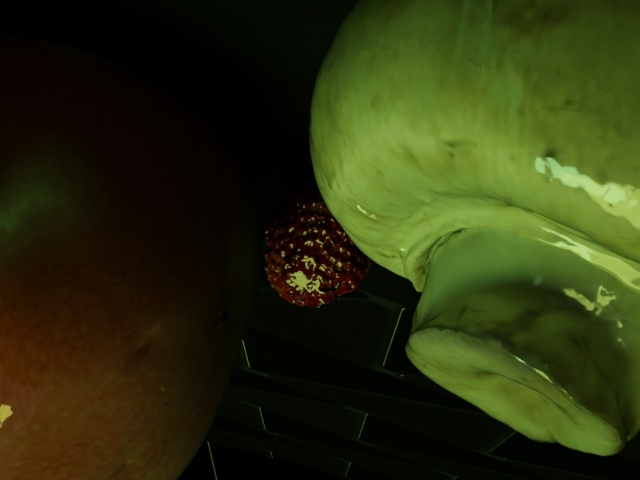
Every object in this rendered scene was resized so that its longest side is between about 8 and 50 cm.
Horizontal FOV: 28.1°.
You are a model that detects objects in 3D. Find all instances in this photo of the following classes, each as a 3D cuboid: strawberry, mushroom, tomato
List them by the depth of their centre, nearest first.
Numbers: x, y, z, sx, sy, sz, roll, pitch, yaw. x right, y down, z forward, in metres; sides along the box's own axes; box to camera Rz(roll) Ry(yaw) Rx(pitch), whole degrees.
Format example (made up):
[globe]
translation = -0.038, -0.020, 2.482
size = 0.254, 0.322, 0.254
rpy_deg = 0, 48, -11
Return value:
[mushroom]
translation = 0.114, -0.019, 0.466
size = 0.255, 0.184, 0.255
rpy_deg = 32, 164, 10
[tomato]
translation = -0.178, 0.042, 0.796
size = 0.272, 0.341, 0.341
rpy_deg = 5, 164, 4
[strawberry]
translation = 0.000, 0.000, 0.888
size = 0.083, 0.083, 0.096
rpy_deg = 17, 132, 13
